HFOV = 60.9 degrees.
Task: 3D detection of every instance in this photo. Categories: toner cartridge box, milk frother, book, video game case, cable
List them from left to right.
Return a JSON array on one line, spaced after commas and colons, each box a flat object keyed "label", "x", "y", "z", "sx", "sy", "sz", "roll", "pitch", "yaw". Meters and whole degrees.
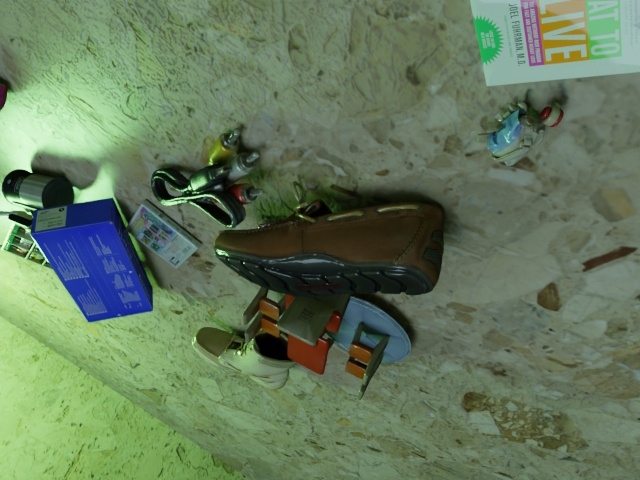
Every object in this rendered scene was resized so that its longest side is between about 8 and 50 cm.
[{"label": "milk frother", "x": -0.615, "y": -0.086, "z": 1.232, "sx": 0.135, "sy": 0.129, "sz": 0.143, "roll": 14, "pitch": -174, "yaw": 25}, {"label": "toner cartridge box", "x": -0.509, "y": 0.057, "z": 1.254, "sx": 0.165, "sy": 0.075, "sz": 0.348, "roll": -8, "pitch": 141, "yaw": -7}, {"label": "video game case", "x": -0.339, "y": -0.009, "z": 1.165, "sx": 0.143, "sy": 0.019, "sz": 0.157, "roll": 40, "pitch": 146, "yaw": -12}, {"label": "cable", "x": -0.187, "y": -0.084, "z": 0.899, "sx": 0.287, "sy": 0.072, "sz": 0.139, "roll": -9, "pitch": 102, "yaw": 53}, {"label": "book", "x": 0.214, "y": -0.194, "z": 0.485, "sx": 0.144, "sy": 0.035, "sz": 0.096, "roll": 4, "pitch": 134, "yaw": 37}]

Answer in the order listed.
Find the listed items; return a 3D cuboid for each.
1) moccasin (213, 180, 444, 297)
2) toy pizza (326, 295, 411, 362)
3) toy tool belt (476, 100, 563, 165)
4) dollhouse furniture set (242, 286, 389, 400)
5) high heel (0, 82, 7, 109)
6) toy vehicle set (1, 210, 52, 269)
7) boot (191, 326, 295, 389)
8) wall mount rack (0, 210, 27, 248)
[{"label": "moccasin", "x": -0.002, "y": -0.002, "z": 0.817, "sx": 0.380, "sy": 0.147, "sz": 0.139, "roll": -6, "pitch": 147, "yaw": 38}, {"label": "toy pizza", "x": 0.082, "y": 0.164, "z": 1.043, "sx": 0.201, "sy": 0.032, "sz": 0.201, "roll": 22, "pitch": 145, "yaw": 17}, {"label": "toy tool belt", "x": 0.204, "y": -0.118, "z": 0.568, "sx": 0.051, "sy": 0.052, "sz": 0.083, "roll": 27, "pitch": 146, "yaw": -8}, {"label": "dollhouse furniture set", "x": -0.020, "y": 0.174, "z": 0.986, "sx": 0.262, "sy": 0.135, "sz": 0.259, "roll": 24, "pitch": 145, "yaw": 13}, {"label": "high heel", "x": -0.691, "y": -0.327, "z": 1.008, "sx": 0.117, "sy": 0.082, "sz": 0.244, "roll": -40, "pitch": 92, "yaw": 23}, {"label": "toy vehicle set", "x": -0.741, "y": 0.010, "z": 1.447, "sx": 0.166, "sy": 0.035, "sz": 0.267, "roll": 28, "pitch": 150, "yaw": -26}, {"label": "boot", "x": -0.182, "y": 0.257, "z": 1.312, "sx": 0.262, "sy": 0.095, "sz": 0.203, "roll": 28, "pitch": 147, "yaw": 2}, {"label": "wall mount rack", "x": -0.961, "y": -0.073, "z": 1.486, "sx": 0.304, "sy": 0.130, "sz": 0.350, "roll": 37, "pitch": 146, "yaw": -1}]
